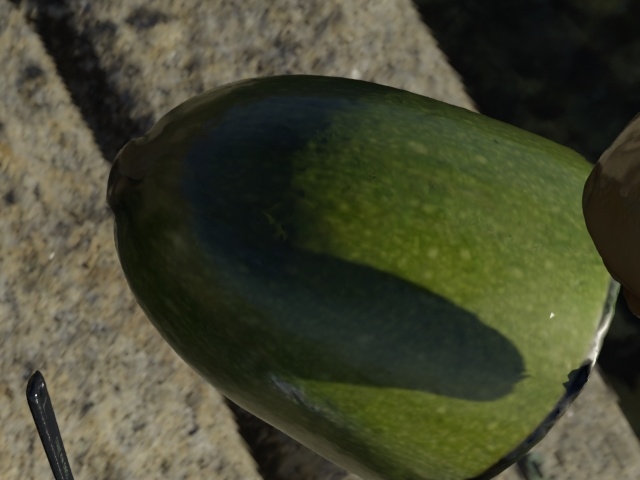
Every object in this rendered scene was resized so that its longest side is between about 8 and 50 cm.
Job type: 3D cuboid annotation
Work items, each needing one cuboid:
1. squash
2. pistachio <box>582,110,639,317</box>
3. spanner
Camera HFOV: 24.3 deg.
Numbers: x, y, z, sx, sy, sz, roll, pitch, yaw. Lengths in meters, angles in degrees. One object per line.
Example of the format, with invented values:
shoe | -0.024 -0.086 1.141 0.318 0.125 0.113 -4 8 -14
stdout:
squash | 0.009 -0.008 1.070 0.309 0.310 0.310 33 53 -36
pistachio | 0.254 -0.002 0.796 0.181 0.293 0.162 -33 117 -11
spanner | -0.190 0.174 1.109 0.012 0.208 0.046 -3 40 8
